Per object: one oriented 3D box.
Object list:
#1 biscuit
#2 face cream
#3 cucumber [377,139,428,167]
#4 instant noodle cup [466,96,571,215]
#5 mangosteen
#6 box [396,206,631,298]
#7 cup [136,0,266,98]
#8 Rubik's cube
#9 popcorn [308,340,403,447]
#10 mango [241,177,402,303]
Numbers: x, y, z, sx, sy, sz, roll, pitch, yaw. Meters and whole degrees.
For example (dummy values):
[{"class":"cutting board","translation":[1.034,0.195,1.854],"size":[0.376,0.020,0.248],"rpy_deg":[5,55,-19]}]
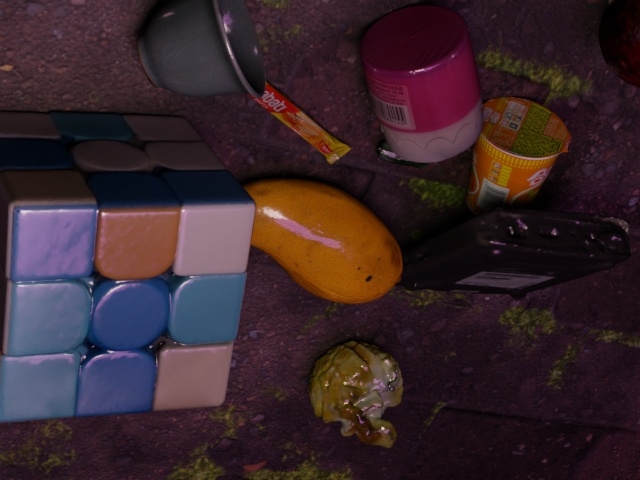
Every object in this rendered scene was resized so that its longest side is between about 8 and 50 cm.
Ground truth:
[{"class":"biscuit","translation":[-0.055,-0.208,1.983],"size":[0.048,0.026,0.292],"rpy_deg":[-29,137,27]},{"class":"face cream","translation":[0.164,-0.247,1.951],"size":[0.175,0.175,0.195],"rpy_deg":[-24,134,-6]},{"class":"cucumber","translation":[0.140,-0.151,2.108],"size":[0.105,0.048,0.048],"rpy_deg":[5,124,-25]},{"class":"instant noodle cup","translation":[0.331,-0.129,2.151],"size":[0.168,0.168,0.185],"rpy_deg":[-9,138,-19]},{"class":"mangosteen","translation":[0.565,-0.383,2.033],"size":[0.235,0.235,0.261],"rpy_deg":[-24,90,-5]},{"class":"box","translation":[0.334,0.031,2.211],"size":[0.359,0.091,0.350],"rpy_deg":[5,162,-28]},{"class":"cup","translation":[-0.182,-0.280,1.779],"size":[0.150,0.199,0.199],"rpy_deg":[-16,135,12]},{"class":"Rubik's cube","translation":[-0.325,0.026,1.798],"size":[0.346,0.347,0.344],"rpy_deg":[-2,116,-26]},{"class":"popcorn","translation":[0.080,0.298,2.354],"size":[0.198,0.212,0.198],"rpy_deg":[-17,165,-5]},{"class":"mango","translation":[0.001,-0.003,2.096],"size":[0.187,0.144,0.359],"rpy_deg":[-38,128,23]}]
